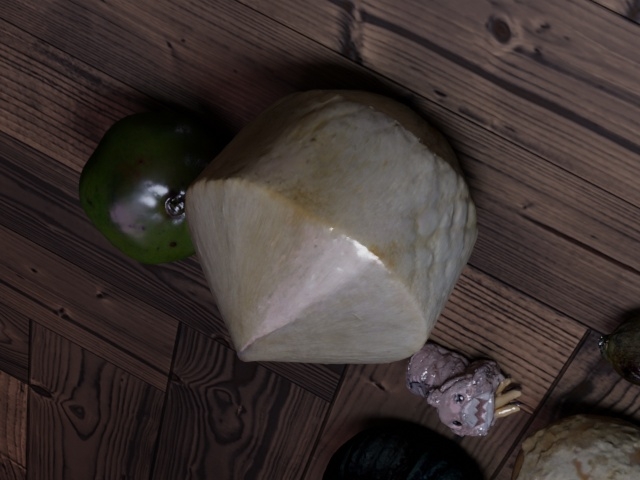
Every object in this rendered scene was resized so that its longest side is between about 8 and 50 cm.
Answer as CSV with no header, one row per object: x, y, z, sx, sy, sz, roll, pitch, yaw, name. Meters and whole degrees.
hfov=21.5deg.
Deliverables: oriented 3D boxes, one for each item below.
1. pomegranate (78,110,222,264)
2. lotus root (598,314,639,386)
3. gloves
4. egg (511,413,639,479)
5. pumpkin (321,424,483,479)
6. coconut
-0.206,-0.073,2.029,0.187,0.187,0.225,53,170,-32,pomegranate
0.390,0.126,1.856,0.179,0.080,0.089,5,141,35,lotus root
0.174,0.188,2.134,0.144,0.094,0.110,14,134,41,gloves
0.344,0.310,2.059,0.233,0.195,0.195,26,151,-16,egg
0.103,0.387,2.325,0.248,0.248,0.248,23,148,15,pumpkin
0.000,0.000,1.784,0.329,0.329,0.329,23,148,15,coconut
